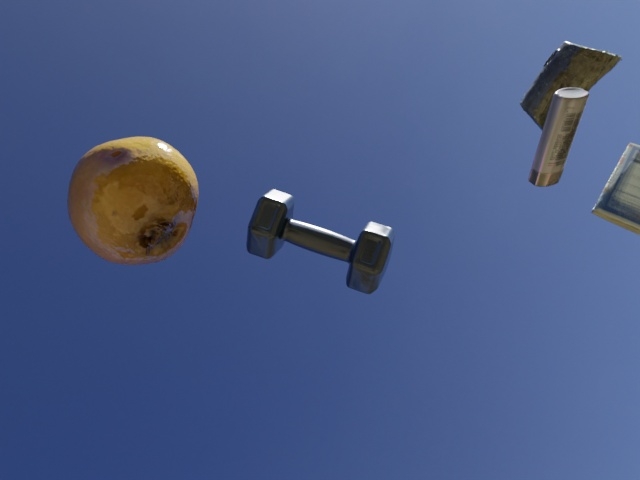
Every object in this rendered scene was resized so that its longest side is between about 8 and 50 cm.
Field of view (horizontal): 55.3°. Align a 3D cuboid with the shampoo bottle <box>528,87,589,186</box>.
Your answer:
[{"bbox_3d":[0.542,-0.233,1.398,0.086,0.056,0.228,-15,-49,-21],"label":"shampoo bottle"}]

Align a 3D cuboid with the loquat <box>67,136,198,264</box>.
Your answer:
[{"bbox_3d":[-0.293,-0.063,0.969,0.208,0.208,0.208,-12,-69,-33],"label":"loquat"}]

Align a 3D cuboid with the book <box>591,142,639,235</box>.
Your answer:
[{"bbox_3d":[0.794,-0.107,1.436,0.322,0.228,0.018,-45,-28,-35],"label":"book"}]

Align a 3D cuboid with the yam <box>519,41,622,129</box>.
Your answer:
[{"bbox_3d":[0.615,-0.390,1.535,0.153,0.154,0.254,14,-57,-38],"label":"yam"}]

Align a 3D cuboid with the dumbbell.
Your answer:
[{"bbox_3d":[0.000,0.001,1.353,0.156,0.316,0.144,101,-169,-48],"label":"dumbbell"}]
